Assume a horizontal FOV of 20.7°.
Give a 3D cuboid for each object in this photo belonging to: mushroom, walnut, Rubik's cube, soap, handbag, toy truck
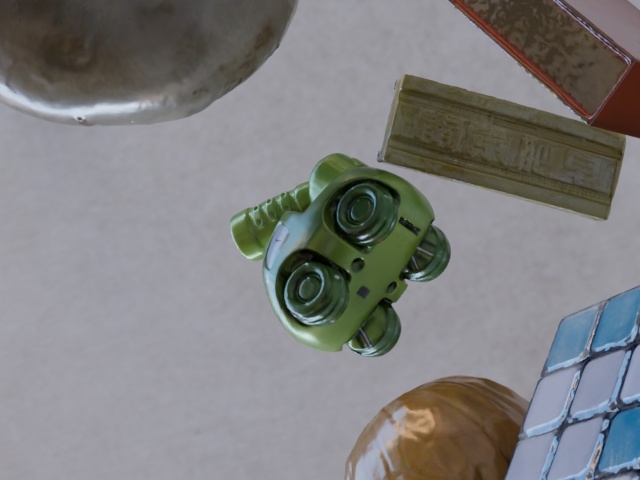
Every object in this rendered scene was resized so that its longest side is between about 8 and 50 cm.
[{"bbox_3d":[-0.196,-0.250,1.723,0.294,0.362,0.362,80,-163,-55],"label":"mushroom"},{"bbox_3d":[0.126,0.224,1.471,0.221,0.195,0.195,56,-142,6],"label":"walnut"},{"bbox_3d":[0.310,0.189,1.316,0.253,0.256,0.259,35,-123,-16],"label":"Rubik's cube"},{"bbox_3d":[0.185,-0.091,1.747,0.252,0.037,0.092,14,-93,-14],"label":"soap"},{"bbox_3d":[0.141,-0.132,1.027,0.127,0.062,0.190,7,-148,-49],"label":"handbag"},{"bbox_3d":[0.018,-0.004,1.752,0.148,0.187,0.210,33,-161,-48],"label":"toy truck"}]
